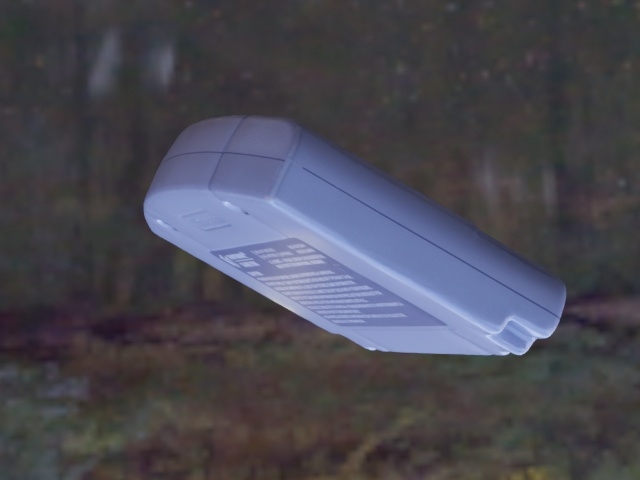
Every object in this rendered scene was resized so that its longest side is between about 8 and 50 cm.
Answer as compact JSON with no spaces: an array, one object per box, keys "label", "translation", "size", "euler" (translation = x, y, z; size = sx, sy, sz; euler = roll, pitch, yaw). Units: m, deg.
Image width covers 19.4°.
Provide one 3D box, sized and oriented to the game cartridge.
[{"label":"game cartridge","translation":[0.000,0.000,1.068],"size":[0.196,0.060,0.294],"euler":[26,170,-14]}]
